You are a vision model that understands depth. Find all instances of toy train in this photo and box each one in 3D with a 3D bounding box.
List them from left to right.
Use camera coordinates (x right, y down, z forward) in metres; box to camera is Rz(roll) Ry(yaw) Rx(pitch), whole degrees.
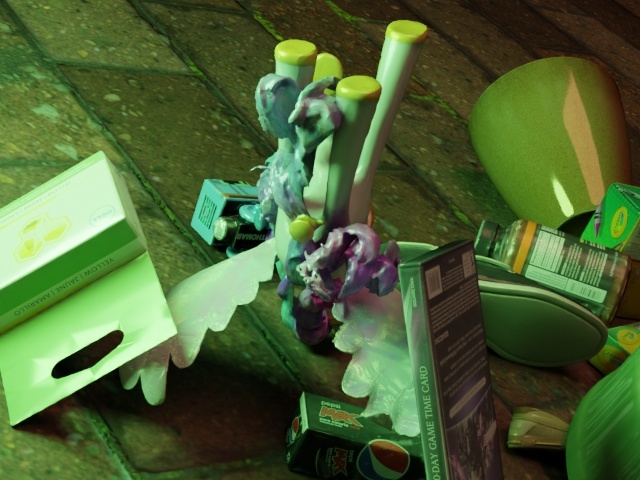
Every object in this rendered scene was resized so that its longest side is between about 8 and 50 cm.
[{"bbox_3d":[-0.057,-0.022,1.470,0.184,0.080,0.105,1,29,-38],"label":"toy train"}]

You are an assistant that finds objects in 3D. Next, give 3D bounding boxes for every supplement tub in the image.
[{"bbox_3d":[0.293,0.037,1.609,0.197,0.106,0.106,19,26,8],"label":"supplement tub"}]

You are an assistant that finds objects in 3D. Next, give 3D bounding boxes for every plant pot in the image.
[{"bbox_3d":[0.357,-0.097,1.818,0.237,0.237,0.254,13,43,-22],"label":"plant pot"}]

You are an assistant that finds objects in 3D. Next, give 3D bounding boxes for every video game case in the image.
[{"bbox_3d":[0.123,0.144,1.110,0.026,0.274,0.196,-6,4,20],"label":"video game case"}]

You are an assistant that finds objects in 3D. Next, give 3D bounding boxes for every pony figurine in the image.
[{"bbox_3d":[0.000,0.000,1.187,0.302,0.364,0.351,13,28,12],"label":"pony figurine"}]

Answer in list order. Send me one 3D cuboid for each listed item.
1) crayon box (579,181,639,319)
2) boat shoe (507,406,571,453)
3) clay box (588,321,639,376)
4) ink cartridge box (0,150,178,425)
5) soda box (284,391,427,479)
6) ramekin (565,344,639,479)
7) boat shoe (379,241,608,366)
[{"bbox_3d":[0.489,0.028,1.732,0.278,0.165,0.081,9,31,-28],"label":"crayon box"},{"bbox_3d":[0.273,0.223,1.340,0.153,0.048,0.056,22,-18,-14],"label":"boat shoe"},{"bbox_3d":[0.433,0.171,1.553,0.127,0.053,0.222,-6,41,-45],"label":"clay box"},{"bbox_3d":[-0.238,0.036,1.131,0.056,0.171,0.235,60,1,-39],"label":"ink cartridge box"},{"bbox_3d":[0.053,0.200,1.186,0.168,0.053,0.060,16,28,-15],"label":"soda box"},{"bbox_3d":[0.415,0.214,1.249,0.303,0.148,0.303,9,49,-10],"label":"ramekin"},{"bbox_3d":[0.197,0.068,1.478,0.302,0.114,0.091,18,33,-15],"label":"boat shoe"}]
